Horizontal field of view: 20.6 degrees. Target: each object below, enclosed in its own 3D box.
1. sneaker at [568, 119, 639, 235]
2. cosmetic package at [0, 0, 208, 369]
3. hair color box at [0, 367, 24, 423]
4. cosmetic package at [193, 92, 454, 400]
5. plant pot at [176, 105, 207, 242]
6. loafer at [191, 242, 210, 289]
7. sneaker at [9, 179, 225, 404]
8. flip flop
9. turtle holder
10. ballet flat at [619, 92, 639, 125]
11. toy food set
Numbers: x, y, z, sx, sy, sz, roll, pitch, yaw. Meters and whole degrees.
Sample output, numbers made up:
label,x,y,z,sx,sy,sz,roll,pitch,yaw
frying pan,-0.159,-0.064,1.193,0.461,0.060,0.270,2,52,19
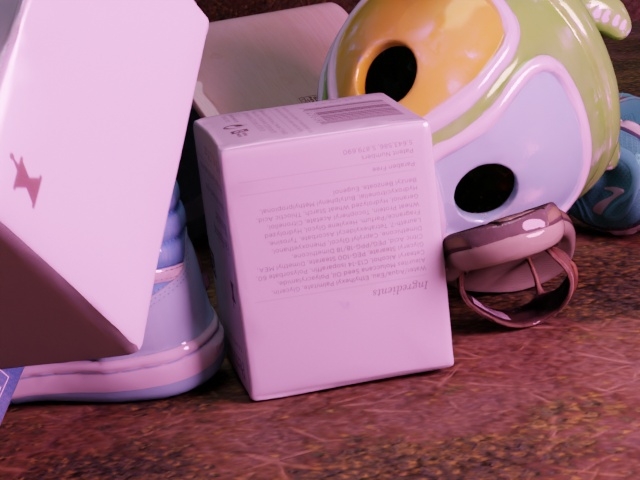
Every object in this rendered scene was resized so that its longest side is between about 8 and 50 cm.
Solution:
label,x,y,z,sx,sy,sz,roll,pitch,yaw
sneaker,0.207,-0.074,1.627,0.110,0.107,0.275,1,16,-39
cosmetic package,-0.310,-0.047,0.988,0.453,0.161,0.230,-7,55,25
hair color box,-0.254,-0.001,1.106,0.174,0.105,0.347,2,59,31
cosmetic package,0.000,0.000,1.277,0.151,0.183,0.151,-8,13,-9
plant pot,-0.203,-0.121,1.797,0.272,0.271,0.255,-14,29,-34
loafer,-0.199,0.012,1.561,0.220,0.078,0.080,0,13,23
sneaker,-0.236,0.011,1.260,0.319,0.208,0.127,-5,25,3
flip flop,0.150,0.025,1.317,0.112,0.080,0.277,-23,-6,4
turtle holder,0.116,-0.123,1.432,0.243,0.320,0.227,36,54,17
ballet flat,0.256,-0.105,1.933,0.247,0.083,0.087,-14,-10,-33
toy food set,-0.022,-0.095,1.630,0.220,0.092,0.306,-14,54,-33
